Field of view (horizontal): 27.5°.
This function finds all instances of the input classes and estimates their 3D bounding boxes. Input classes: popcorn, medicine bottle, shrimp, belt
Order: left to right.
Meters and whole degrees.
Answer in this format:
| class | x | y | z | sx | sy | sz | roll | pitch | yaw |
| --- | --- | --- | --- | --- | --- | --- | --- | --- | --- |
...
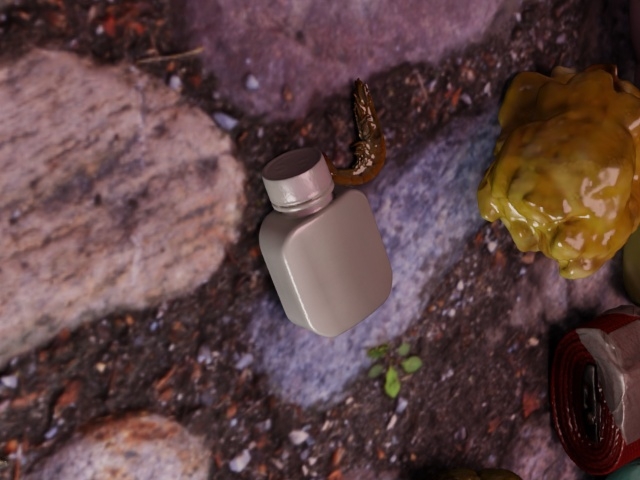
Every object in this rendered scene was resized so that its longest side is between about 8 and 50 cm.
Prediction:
| class | x | y | z | sx | sy | sz | roll | pitch | yaw |
| --- | --- | --- | --- | --- | --- | --- | --- | --- | --- |
| medicine bottle | 0.000 | 0.000 | 1.332 | 0.119 | 0.069 | 0.183 | -35 | 122 | -24 |
| shrimp | 0.031 | -0.108 | 1.356 | 0.083 | 0.023 | 0.114 | -22 | 118 | -28 |
| popcorn | 0.282 | -0.078 | 1.454 | 0.254 | 0.191 | 0.190 | -60 | 143 | -19 |
| belt | 0.369 | 0.181 | 1.624 | 0.124 | 0.128 | 0.201 | -19 | 117 | -33 |

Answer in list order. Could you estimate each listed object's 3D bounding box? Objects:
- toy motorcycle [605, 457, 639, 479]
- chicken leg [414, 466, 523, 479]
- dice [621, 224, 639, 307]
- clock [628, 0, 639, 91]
| class | x | y | z | sx | sy | sz | roll | pitch | yaw |
| --- | --- | --- | --- | --- | --- | --- | --- | --- | --- |
| toy motorcycle | 0.432 | 0.373 | 1.700 | 0.109 | 0.198 | 0.297 | -66 | 152 | -45 |
| chicken leg | 0.220 | 0.372 | 1.570 | 0.429 | 0.152 | 0.201 | 21 | 102 | -46 |
| dice | 0.540 | 0.014 | 1.646 | 0.238 | 0.226 | 0.233 | 21 | 89 | -40 |
| clock | 0.533 | -0.251 | 1.461 | 0.368 | 0.377 | 0.251 | -37 | 116 | -3 |
